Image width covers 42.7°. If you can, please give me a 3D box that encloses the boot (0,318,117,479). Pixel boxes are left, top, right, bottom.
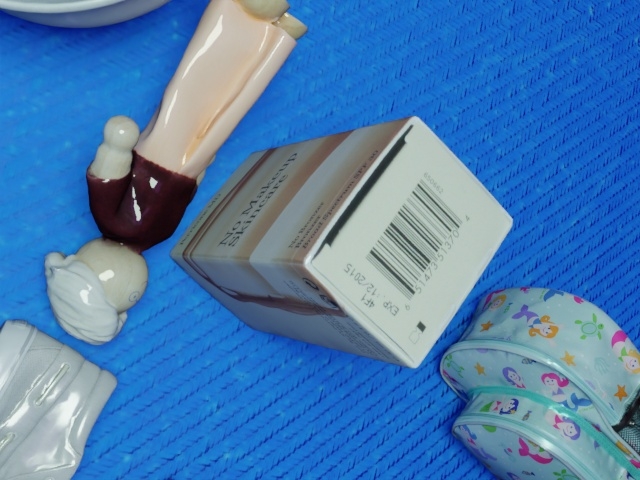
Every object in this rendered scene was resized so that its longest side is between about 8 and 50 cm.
[{"bbox_3d":[-0.271,0.203,0.683,0.123,0.095,0.258,32,75,-18],"label":"boot"}]

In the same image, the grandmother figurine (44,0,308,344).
[{"bbox_3d":[-0.135,-0.064,0.712,0.342,0.104,0.208,-61,159,5],"label":"grandmother figurine"}]

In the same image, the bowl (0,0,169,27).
[{"bbox_3d":[-0.193,-0.290,0.671,0.297,0.134,0.298,0,76,-2],"label":"bowl"}]

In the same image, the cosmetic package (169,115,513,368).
[{"bbox_3d":[0.000,0.000,0.718,0.129,0.296,0.153,43,70,-21],"label":"cosmetic package"}]

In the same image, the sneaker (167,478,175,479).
[{"bbox_3d":[-0.147,0.338,0.772,0.081,0.080,0.211,-14,88,-21],"label":"sneaker"}]

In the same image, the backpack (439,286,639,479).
[{"bbox_3d":[0.256,0.176,0.903,0.191,0.225,0.254,-45,106,-26],"label":"backpack"}]
